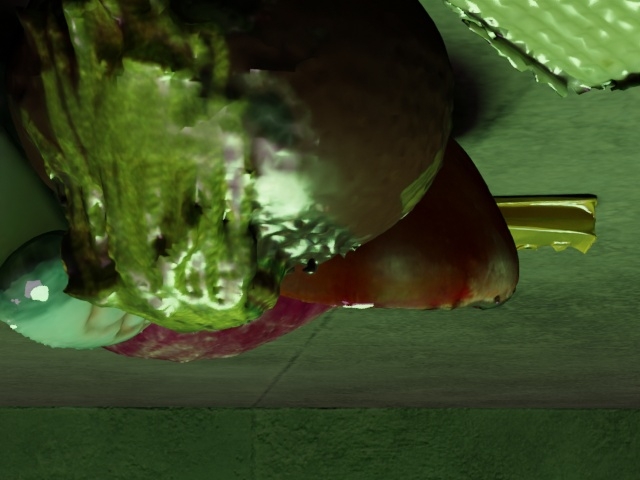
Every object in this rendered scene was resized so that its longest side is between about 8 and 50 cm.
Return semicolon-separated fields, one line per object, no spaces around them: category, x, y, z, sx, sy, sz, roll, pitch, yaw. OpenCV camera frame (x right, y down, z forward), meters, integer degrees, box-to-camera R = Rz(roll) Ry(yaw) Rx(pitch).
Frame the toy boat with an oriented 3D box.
toy boat;-0.108;-0.022;0.511;0.079;0.134;0.207;-37;174;1

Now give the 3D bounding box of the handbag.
handbag;0.140;-0.010;0.782;0.083;0.027;0.061;1;168;6

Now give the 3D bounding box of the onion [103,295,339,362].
onion;-0.069;0.028;0.766;0.247;0.111;0.250;10;162;-32

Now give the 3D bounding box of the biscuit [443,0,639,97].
biscuit;0.110;-0.106;0.253;0.147;0.046;0.250;26;155;-33

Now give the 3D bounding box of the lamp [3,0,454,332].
lamp;-0.033;-0.036;0.408;0.157;0.135;0.156;5;169;-24

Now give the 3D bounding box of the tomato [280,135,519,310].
tomato;0.026;-0.020;0.554;0.166;0.082;0.174;8;-170;-16
